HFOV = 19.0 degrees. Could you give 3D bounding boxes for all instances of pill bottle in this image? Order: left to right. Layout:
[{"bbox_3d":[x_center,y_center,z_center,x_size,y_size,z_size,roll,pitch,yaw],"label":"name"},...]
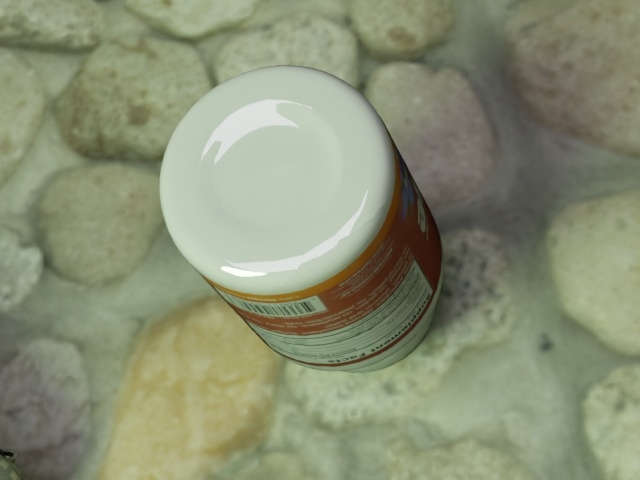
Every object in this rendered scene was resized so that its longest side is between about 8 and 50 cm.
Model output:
[{"bbox_3d":[0.000,0.000,1.029,0.121,0.216,0.121,-4,70,12],"label":"pill bottle"}]

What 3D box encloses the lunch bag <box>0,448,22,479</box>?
[{"bbox_3d":[-0.317,0.207,1.012,0.256,0.212,0.305,20,55,-3],"label":"lunch bag"}]
